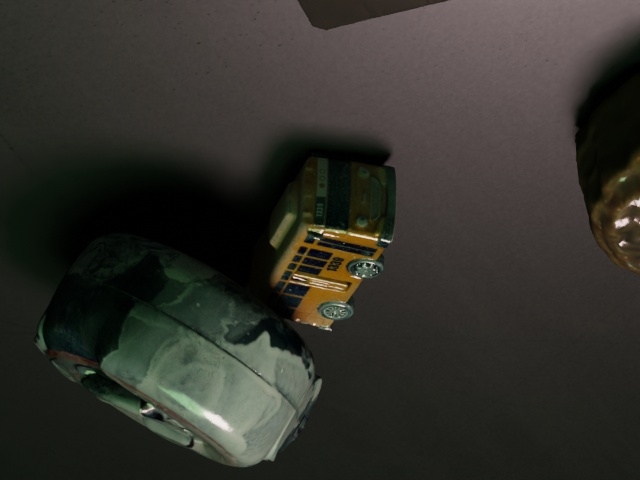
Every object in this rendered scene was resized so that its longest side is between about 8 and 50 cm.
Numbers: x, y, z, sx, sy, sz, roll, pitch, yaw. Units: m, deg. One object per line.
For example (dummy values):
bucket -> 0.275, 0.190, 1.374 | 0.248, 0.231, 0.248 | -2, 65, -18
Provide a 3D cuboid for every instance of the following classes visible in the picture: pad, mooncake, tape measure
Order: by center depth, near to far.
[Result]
pad -> 0.050, -0.216, 1.453 | 0.157, 0.003, 0.112 | -12, 145, 16
mooncake -> 0.337, -0.057, 1.589 | 0.228, 0.124, 0.228 | -1, 145, 0
tape measure -> -0.133, 0.113, 1.741 | 0.256, 0.147, 0.275 | 19, 162, 37

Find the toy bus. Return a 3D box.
toy bus -> 0.000, 0.000, 1.703 | 0.103, 0.091, 0.182 | 12, 147, -14
